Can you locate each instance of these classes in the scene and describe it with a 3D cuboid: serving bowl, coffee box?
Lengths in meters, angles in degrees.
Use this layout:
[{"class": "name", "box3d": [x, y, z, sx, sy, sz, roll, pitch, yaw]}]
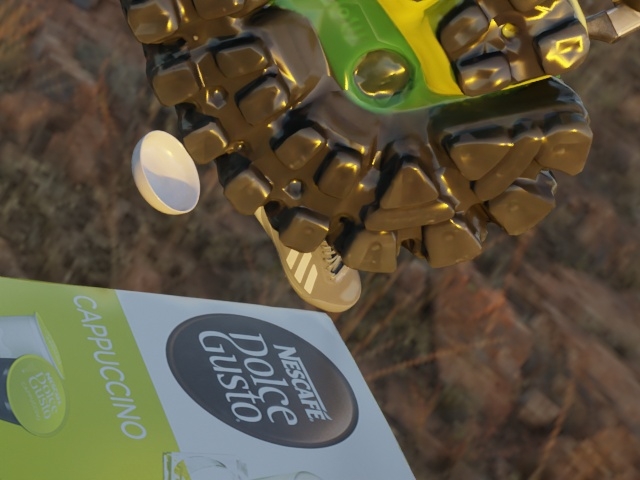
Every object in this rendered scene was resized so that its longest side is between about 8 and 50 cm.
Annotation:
[{"class": "serving bowl", "box3d": [-0.152, -0.061, 1.422, 0.083, 0.027, 0.083, 35, 43, -41]}, {"class": "coffee box", "box3d": [-0.138, 0.258, 0.947, 0.334, 0.338, 0.337, 8, 33, -29]}]

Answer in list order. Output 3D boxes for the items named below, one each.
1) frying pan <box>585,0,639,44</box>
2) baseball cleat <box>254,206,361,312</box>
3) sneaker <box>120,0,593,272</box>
[{"class": "frying pan", "box3d": [0.257, -0.195, 1.128, 0.053, 0.326, 0.197, 55, -7, 6]}, {"class": "baseball cleat", "box3d": [0.000, 0.000, 1.420, 0.072, 0.109, 0.206, -56, 129, -24]}, {"class": "sneaker", "box3d": [-0.054, -0.150, 0.404, 0.343, 0.134, 0.146, 54, 16, -22]}]
